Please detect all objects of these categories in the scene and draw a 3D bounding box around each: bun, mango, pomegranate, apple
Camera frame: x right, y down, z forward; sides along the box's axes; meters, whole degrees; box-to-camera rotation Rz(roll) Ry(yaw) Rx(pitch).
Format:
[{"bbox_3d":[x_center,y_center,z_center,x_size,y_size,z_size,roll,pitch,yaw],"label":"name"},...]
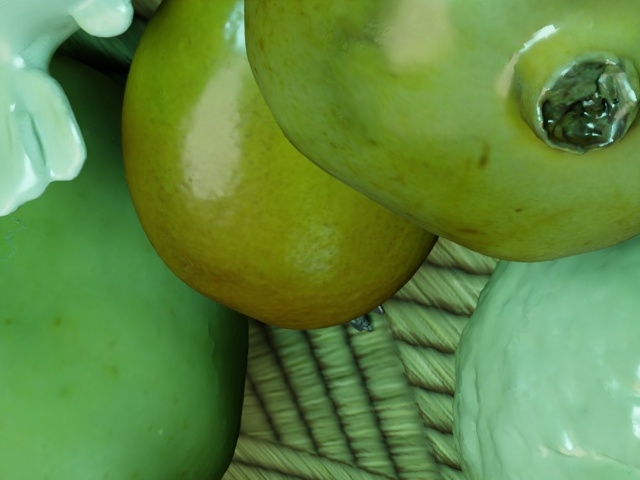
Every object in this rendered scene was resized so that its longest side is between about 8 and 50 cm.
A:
[{"bbox_3d":[0.214,0.136,0.728,0.349,0.227,0.352,-14,119,52],"label":"bun"},{"bbox_3d":[-0.017,-0.062,0.768,0.139,0.175,0.254,48,155,44],"label":"mango"},{"bbox_3d":[0.074,-0.104,0.583,0.233,0.233,0.233,25,144,20],"label":"pomegranate"},{"bbox_3d":[-0.210,0.062,0.937,0.357,0.357,0.357,25,144,20],"label":"apple"}]

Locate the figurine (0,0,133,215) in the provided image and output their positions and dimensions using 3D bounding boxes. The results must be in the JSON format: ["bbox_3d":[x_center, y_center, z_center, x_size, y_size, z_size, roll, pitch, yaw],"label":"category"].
[{"bbox_3d":[-0.200,-0.123,0.714,0.394,0.226,0.275,-28,69,33],"label":"figurine"}]

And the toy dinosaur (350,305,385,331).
[{"bbox_3d":[0.001,-0.002,0.932,0.082,0.039,0.209,7,146,34],"label":"toy dinosaur"}]
